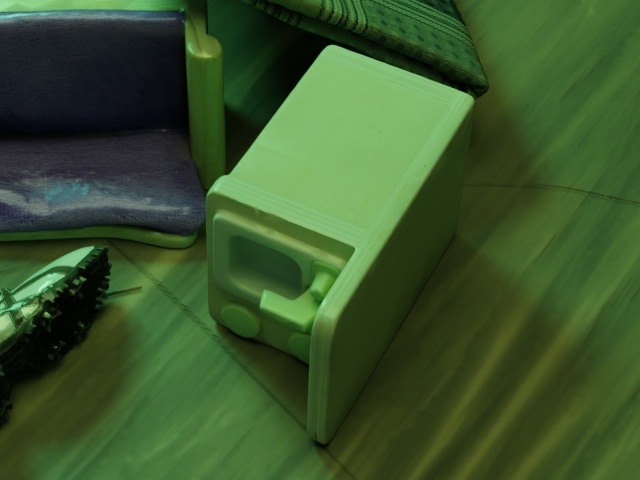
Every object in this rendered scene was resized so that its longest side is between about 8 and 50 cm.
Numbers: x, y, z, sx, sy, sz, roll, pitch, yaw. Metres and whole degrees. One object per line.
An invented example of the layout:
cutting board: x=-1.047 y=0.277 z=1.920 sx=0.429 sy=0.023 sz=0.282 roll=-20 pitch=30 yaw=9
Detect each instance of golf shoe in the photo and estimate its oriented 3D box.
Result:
golf shoe: x=-0.230 y=0.059 z=1.144 sx=0.094 sy=0.077 sz=0.198 roll=28 pitch=53 yaw=20

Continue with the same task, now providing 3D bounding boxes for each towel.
towel: x=-0.031 y=-0.247 z=1.317 sx=0.324 sy=0.056 sz=0.312 roll=21 pitch=32 yaw=-26

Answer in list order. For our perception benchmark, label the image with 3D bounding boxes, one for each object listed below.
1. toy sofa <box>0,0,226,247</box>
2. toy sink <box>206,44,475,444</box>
toy sofa: x=-0.254 y=-0.103 z=1.233 sx=0.363 sy=0.150 sz=0.177 roll=-1 pitch=49 yaw=-4
toy sink: x=0.000 y=0.000 z=1.155 sx=0.131 sy=0.153 sz=0.234 roll=22 pitch=53 yaw=16
